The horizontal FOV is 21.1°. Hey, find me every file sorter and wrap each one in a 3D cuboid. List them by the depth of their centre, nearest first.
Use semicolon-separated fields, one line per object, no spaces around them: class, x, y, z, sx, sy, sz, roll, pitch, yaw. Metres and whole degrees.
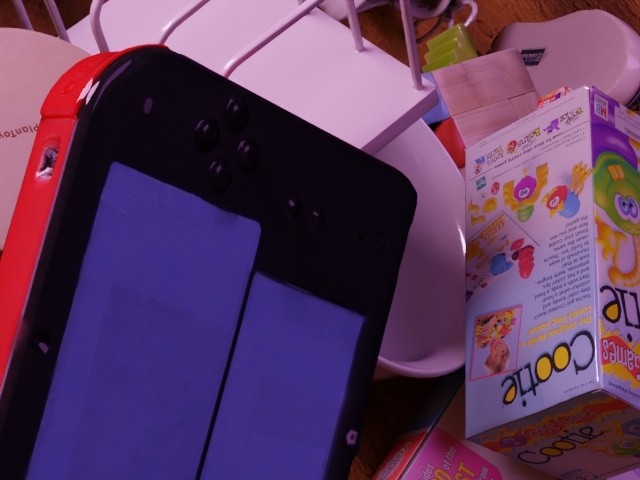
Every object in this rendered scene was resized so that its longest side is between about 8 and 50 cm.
file sorter;-0.084;-0.168;1.277;0.278;0.193;0.173;38;-23;32

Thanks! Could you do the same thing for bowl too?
bowl;0.000;0.000;1.438;0.298;0.134;0.297;31;43;-34

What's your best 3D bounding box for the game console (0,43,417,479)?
game console;-0.079;0.097;1.108;0.342;0.060;0.386;23;79;-45

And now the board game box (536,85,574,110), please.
board game box;0.259;-0.028;1.613;0.147;0.045;0.193;24;64;-24

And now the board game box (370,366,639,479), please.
board game box;0.209;0.239;1.456;0.316;0.064;0.242;42;53;-6

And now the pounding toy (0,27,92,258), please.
pounding toy;-0.246;-0.049;1.210;0.237;0.110;0.183;9;58;-14

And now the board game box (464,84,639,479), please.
board game box;0.217;0.039;1.414;0.142;0.144;0.275;26;53;-34

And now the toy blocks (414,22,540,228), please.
toy blocks;0.137;-0.017;1.647;0.261;0.191;0.381;-20;86;-46

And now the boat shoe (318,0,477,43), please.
boat shoe;0.112;-0.288;1.894;0.367;0.136;0.156;-19;76;-56

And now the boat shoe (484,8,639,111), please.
boat shoe;0.306;-0.165;1.892;0.158;0.127;0.340;27;1;-20
